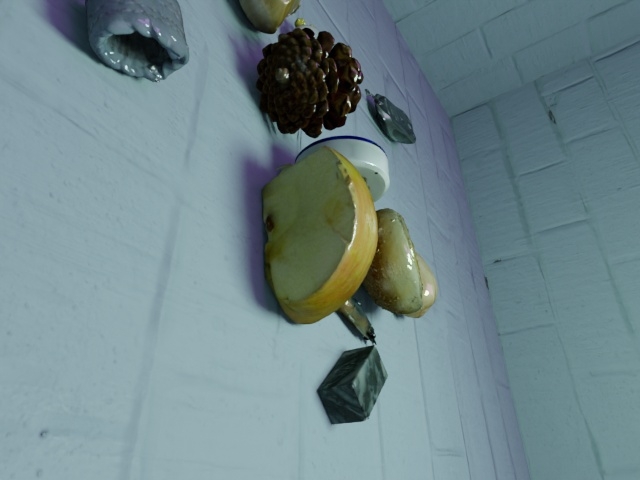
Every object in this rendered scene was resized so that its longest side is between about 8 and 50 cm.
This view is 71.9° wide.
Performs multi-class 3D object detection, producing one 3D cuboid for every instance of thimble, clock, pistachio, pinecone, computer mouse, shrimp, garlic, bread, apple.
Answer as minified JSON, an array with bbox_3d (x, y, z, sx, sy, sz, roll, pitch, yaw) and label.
[{"bbox_3d":[-0.290,-0.336,0.697,0.151,0.127,0.118,10,66,-57],"label":"thimble"},{"bbox_3d":[0.052,-0.155,1.073,0.230,0.230,0.083,29,50,-51],"label":"clock"},{"bbox_3d":[0.287,0.134,1.412,0.157,0.157,0.229,25,46,-53],"label":"pistachio"},{"bbox_3d":[-0.011,-0.384,1.075,0.264,0.264,0.264,38,42,-45],"label":"pinecone"},{"bbox_3d":[0.281,-0.515,1.852,0.379,0.090,0.167,29,43,-43],"label":"computer mouse"},{"bbox_3d":[0.093,0.139,1.153,0.262,0.051,0.198,53,32,-23],"label":"shrimp"},{"bbox_3d":[-0.095,-0.640,1.165,0.338,0.196,0.151,-61,142,-57],"label":"garlic"},{"bbox_3d":[0.182,0.066,1.201,0.305,0.159,0.305,-19,90,-85],"label":"bread"},{"bbox_3d":[0.000,0.000,0.927,0.314,0.252,0.309,100,-21,-63],"label":"apple"}]

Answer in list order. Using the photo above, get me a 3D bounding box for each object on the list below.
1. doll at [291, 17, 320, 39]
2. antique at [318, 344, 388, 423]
[{"bbox_3d":[-0.036,-0.524,1.269,0.138,0.119,0.293,13,59,-27],"label":"doll"},{"bbox_3d":[0.079,0.312,0.982,0.086,0.088,0.183,67,28,-7],"label":"antique"}]
